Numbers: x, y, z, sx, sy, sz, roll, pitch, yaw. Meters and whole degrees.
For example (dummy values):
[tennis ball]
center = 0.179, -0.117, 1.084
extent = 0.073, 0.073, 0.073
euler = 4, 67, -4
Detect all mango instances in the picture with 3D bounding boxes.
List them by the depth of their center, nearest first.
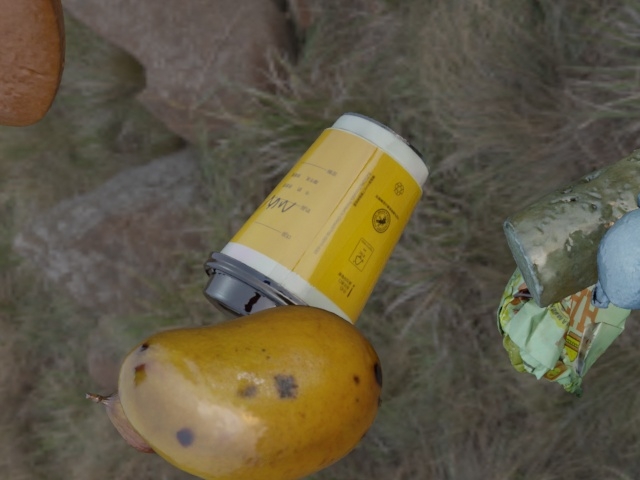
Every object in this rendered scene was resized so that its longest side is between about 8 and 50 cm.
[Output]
[mango]
center = -0.040, 0.102, 0.729
extent = 0.090, 0.178, 0.115
euler = -47, 60, 48

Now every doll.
[doll]
center = 0.305, 0.032, 0.942
extent = 0.120, 0.075, 0.179
euler = -61, 35, 7

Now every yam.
[yam]
center = 0.269, -0.011, 1.106
extent = 0.107, 0.194, 0.107
euler = 58, 165, 25

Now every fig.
[fig]
center = -0.297, 0.286, 1.804
extent = 0.119, 0.152, 0.119
euler = 175, 90, -74

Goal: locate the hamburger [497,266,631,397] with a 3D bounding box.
[hamburger]
center = 0.313, 0.102, 1.464
extent = 0.125, 0.214, 0.235
euler = 16, 140, 34

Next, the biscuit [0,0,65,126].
[biscuit]
center = -0.277, -0.157, 0.795
extent = 0.186, 0.192, 0.036
euler = 110, 173, -53

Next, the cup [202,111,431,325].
[cup]
center = 0.000, 0.000, 1.297
extent = 0.196, 0.196, 0.280
euler = 15, 67, 53
